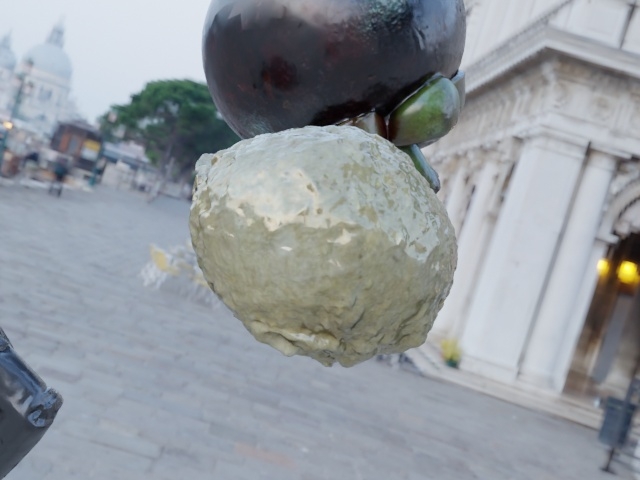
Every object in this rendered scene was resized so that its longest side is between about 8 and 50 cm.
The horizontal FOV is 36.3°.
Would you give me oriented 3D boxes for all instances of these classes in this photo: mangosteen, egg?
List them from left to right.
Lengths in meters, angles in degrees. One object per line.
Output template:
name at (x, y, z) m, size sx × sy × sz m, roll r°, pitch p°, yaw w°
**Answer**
egg at (0.000, 0.000, 0.479) m, size 0.140 × 0.116 × 0.118 m, roll 25°, pitch 23°, yaw -10°
mangosteen at (0.020, -0.192, 1.052) m, size 0.300 × 0.300 × 0.300 m, roll 18°, pitch 1°, yaw 0°

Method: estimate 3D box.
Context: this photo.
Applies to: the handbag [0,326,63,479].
handbag at (-0.363, 0.124, 0.791) m, size 0.244 × 0.275 × 0.088 m, roll 48°, pitch 21°, yaw -3°
